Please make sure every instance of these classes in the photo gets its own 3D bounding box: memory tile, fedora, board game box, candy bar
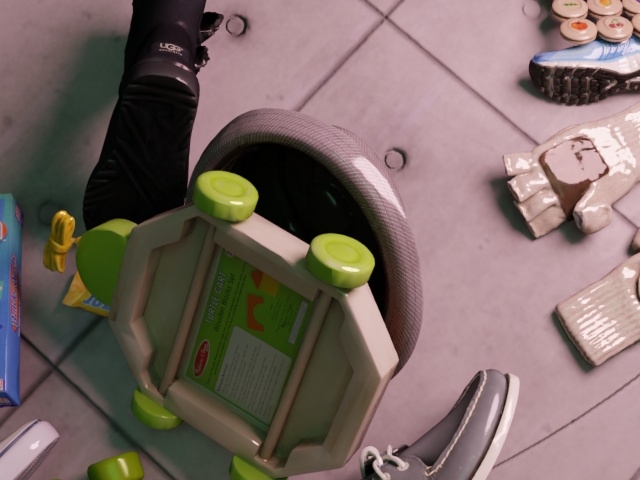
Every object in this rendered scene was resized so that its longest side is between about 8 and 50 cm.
[{"bbox_3d":[0.312,-0.243,1.102,0.148,0.012,0.113,-4,47,-1],"label":"memory tile"},{"bbox_3d":[0.000,0.000,1.006,0.244,0.124,0.275,-23,98,35],"label":"fedora"},{"bbox_3d":[-0.372,0.063,1.028,0.160,0.047,0.210,-7,63,-1],"label":"board game box"},{"bbox_3d":[-0.176,0.072,1.067,0.162,0.018,0.040,20,80,4],"label":"candy bar"}]

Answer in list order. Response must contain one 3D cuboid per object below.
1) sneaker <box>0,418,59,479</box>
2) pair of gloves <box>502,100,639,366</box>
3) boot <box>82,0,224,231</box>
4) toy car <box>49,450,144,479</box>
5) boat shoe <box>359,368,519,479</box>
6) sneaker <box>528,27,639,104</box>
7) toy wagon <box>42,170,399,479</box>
[{"bbox_3d":[-0.366,0.241,0.996,0.258,0.094,0.091,-39,86,-6],"label":"sneaker"},{"bbox_3d":[0.311,-0.015,1.072,0.204,0.042,0.240,-21,81,-4],"label":"pair of gloves"},{"bbox_3d":[-0.162,-0.138,1.059,0.094,0.246,0.207,13,44,-11],"label":"boot"},{"bbox_3d":[-0.210,0.279,0.940,0.149,0.188,0.155,-20,80,-4],"label":"toy car"},{"bbox_3d":[0.069,0.241,0.987,0.099,0.116,0.319,35,86,2],"label":"boat shoe"},{"bbox_3d":[0.293,-0.189,1.106,0.162,0.063,0.073,-6,60,-5],"label":"sneaker"},{"bbox_3d":[-0.099,0.067,0.972,0.344,0.068,0.267,30,121,16],"label":"toy wagon"}]
